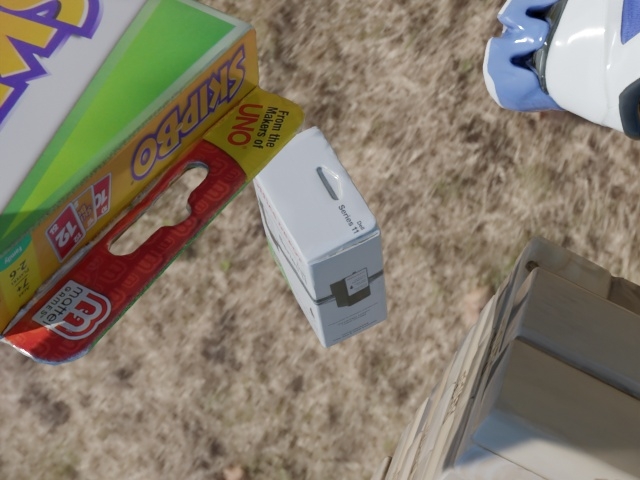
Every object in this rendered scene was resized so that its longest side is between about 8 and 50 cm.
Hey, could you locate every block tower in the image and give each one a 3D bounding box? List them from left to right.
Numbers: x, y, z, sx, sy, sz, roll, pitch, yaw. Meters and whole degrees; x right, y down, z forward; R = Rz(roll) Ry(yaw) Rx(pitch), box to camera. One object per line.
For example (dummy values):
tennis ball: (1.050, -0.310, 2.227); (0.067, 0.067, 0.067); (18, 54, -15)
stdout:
block tower: (0.053, 0.138, 0.453); (0.097, 0.091, 0.335); (27, 138, 1)

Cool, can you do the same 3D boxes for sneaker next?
sneaker: (0.261, -0.200, 0.788); (0.182, 0.127, 0.316); (35, 108, 36)

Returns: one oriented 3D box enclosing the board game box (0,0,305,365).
board game box: (-0.142, -0.064, 0.375); (0.259, 0.124, 0.039); (28, 146, 19)

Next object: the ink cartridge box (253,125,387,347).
ink cartridge box: (0.000, 0.000, 1.241); (0.153, 0.086, 0.208); (60, 170, 28)
